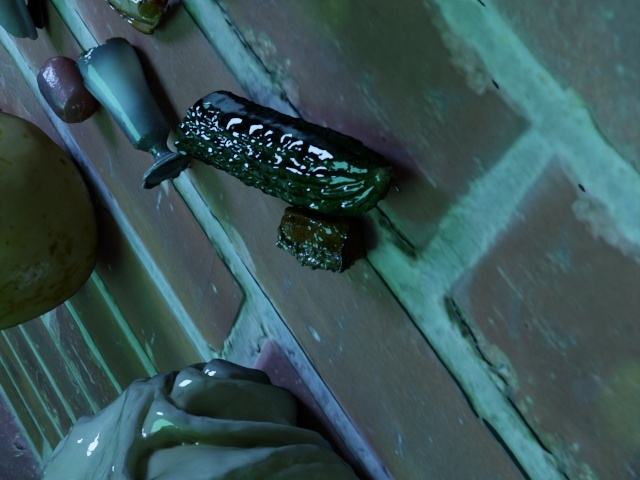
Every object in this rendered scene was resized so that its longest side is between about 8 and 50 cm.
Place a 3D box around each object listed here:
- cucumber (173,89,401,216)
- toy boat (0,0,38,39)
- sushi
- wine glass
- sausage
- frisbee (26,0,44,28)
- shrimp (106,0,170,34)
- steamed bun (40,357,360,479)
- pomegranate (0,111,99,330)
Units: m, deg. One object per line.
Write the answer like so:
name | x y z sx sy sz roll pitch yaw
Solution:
cucumber | -0.031 -0.069 0.759 0.265 0.077 0.077 29 136 45
toy boat | -0.430 -0.415 1.080 0.276 0.111 0.293 60 154 8
sushi | 0.000 0.000 0.787 0.120 0.052 0.055 16 111 51
wine glass | -0.200 -0.139 0.984 0.155 0.072 0.072 58 151 9
sausage | -0.327 -0.194 1.163 0.094 0.054 0.059 56 150 14
frisbee | -0.386 -0.386 1.149 0.187 0.012 0.211 56 150 16
shrimp | -0.185 -0.262 0.878 0.236 0.053 0.133 21 128 56
steamed bun | -0.112 0.245 0.977 0.394 0.237 0.346 16 157 17
pomegranate | -0.500 -0.013 1.303 0.342 0.343 0.342 39 142 38
